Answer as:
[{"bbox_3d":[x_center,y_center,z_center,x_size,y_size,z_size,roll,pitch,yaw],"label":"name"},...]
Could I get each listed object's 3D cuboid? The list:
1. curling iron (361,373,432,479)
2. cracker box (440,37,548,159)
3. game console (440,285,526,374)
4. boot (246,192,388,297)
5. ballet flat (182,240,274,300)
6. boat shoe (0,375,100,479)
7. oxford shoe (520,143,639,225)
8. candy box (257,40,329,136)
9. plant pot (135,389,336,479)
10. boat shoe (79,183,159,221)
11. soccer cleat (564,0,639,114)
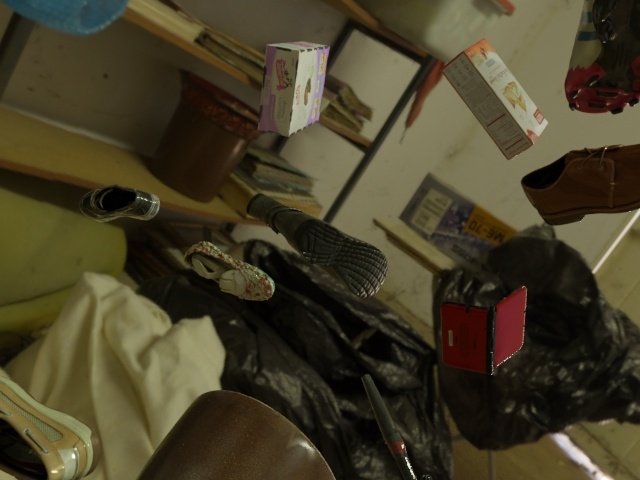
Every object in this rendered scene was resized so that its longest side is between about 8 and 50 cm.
[{"bbox_3d":[0.141,0.371,1.079,0.068,0.035,0.274,16,39,-58],"label":"curling iron"},{"bbox_3d":[0.364,-0.296,1.226,0.232,0.067,0.156,52,40,-4],"label":"cracker box"},{"bbox_3d":[0.272,0.144,0.992,0.124,0.144,0.085,7,37,24],"label":"game console"},{"bbox_3d":[0.000,0.000,0.980,0.161,0.083,0.246,33,-1,44],"label":"boot"},{"bbox_3d":[-0.210,0.076,1.297,0.241,0.091,0.077,24,27,32],"label":"ballet flat"},{"bbox_3d":[-0.289,0.163,0.519,0.190,0.068,0.072,11,3,18],"label":"boat shoe"},{"bbox_3d":[0.317,-0.076,0.657,0.076,0.076,0.212,40,-34,-19],"label":"oxford shoe"},{"bbox_3d":[-0.052,-0.311,1.198,0.070,0.164,0.196,15,23,13],"label":"candy box"},{"bbox_3d":[-0.128,0.307,0.591,0.215,0.215,0.230,35,41,14],"label":"plant pot"},{"bbox_3d":[-0.436,-0.084,1.235,0.219,0.077,0.070,0,-14,31],"label":"boat shoe"},{"bbox_3d":[0.411,-0.292,0.809,0.116,0.143,0.331,8,-13,17],"label":"soccer cleat"}]
